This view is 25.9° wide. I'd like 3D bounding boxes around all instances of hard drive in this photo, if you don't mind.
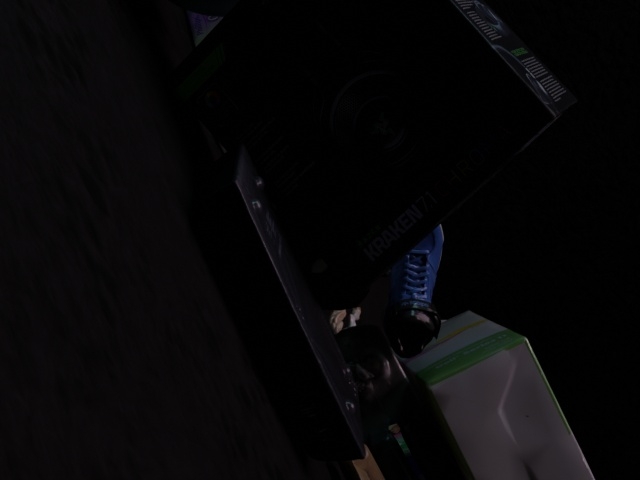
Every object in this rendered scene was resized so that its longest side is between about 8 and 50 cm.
[{"bbox_3d":[-0.035,0.053,1.171,0.172,0.054,0.255,-94,161,-74],"label":"hard drive"}]

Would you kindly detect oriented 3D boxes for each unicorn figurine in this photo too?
[{"bbox_3d":[0.043,0.143,1.652,0.162,0.060,0.111,48,24,-31],"label":"unicorn figurine"}]

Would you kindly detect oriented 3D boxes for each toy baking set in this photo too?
[{"bbox_3d":[0.064,0.297,1.318,0.256,0.030,0.197,63,9,-45],"label":"toy baking set"}]

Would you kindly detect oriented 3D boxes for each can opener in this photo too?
[{"bbox_3d":[0.086,0.218,1.445,0.283,0.076,0.095,61,-9,9],"label":"can opener"}]

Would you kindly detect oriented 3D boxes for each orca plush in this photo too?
[{"bbox_3d":[-0.018,0.046,1.420,0.151,0.102,0.287,23,-7,1],"label":"orca plush"}]

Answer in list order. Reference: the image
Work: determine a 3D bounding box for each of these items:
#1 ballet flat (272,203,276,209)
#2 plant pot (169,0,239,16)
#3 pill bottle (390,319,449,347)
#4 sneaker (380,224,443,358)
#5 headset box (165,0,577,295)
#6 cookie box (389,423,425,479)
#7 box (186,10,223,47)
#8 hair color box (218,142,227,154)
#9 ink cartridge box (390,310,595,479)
[{"bbox_3d":[0.000,0.000,1.577,0.087,0.083,0.247,42,-4,32],"label":"ballet flat"},{"bbox_3d":[-0.094,-0.357,1.306,0.255,0.271,0.272,89,-17,-63],"label":"plant pot"},{"bbox_3d":[0.204,0.276,2.037,0.318,0.176,0.176,-105,171,-55],"label":"pill bottle"},{"bbox_3d":[0.098,0.048,1.411,0.084,0.058,0.152,-106,-153,-61],"label":"sneaker"},{"bbox_3d":[0.040,-0.143,1.253,0.283,0.246,0.131,49,21,4],"label":"headset box"},{"bbox_3d":[0.115,0.293,1.777,0.107,0.040,0.092,-99,167,-74],"label":"cookie box"},{"bbox_3d":[-0.013,-0.228,1.574,0.213,0.243,0.117,-108,174,-49],"label":"box"},{"bbox_3d":[-0.021,-0.123,1.452,0.053,0.167,0.093,-107,173,-49],"label":"hair color box"},{"bbox_3d":[0.179,0.197,1.546,0.207,0.119,0.353,64,-4,-5],"label":"ink cartridge box"}]
